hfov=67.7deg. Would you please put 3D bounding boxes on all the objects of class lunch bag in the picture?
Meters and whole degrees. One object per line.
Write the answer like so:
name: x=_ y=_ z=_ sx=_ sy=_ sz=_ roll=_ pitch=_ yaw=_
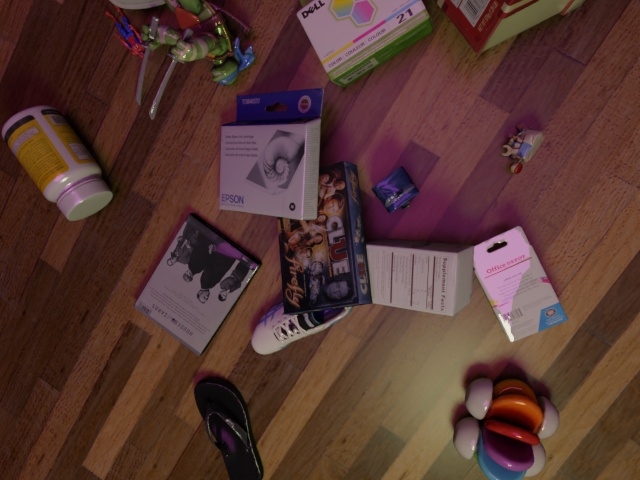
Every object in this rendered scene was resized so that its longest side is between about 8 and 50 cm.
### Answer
lunch bag: x=0.135 y=-0.085 z=0.842 sx=0.067 sy=0.098 sz=0.065 roll=-37 pitch=92 yaw=8

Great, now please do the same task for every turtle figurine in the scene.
turtle figurine: x=-0.269 y=-0.366 z=0.810 sx=0.274 sy=0.198 sz=0.267 roll=-17 pitch=121 yaw=6

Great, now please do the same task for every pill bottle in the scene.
pill bottle: x=-0.518 y=-0.151 z=0.952 sx=0.119 sy=0.119 sz=0.209 roll=-36 pitch=89 yaw=13

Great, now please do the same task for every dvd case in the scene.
dvd case: x=-0.254 y=0.092 z=0.977 sx=0.179 sy=0.029 sz=0.239 roll=36 pitch=103 yaw=5

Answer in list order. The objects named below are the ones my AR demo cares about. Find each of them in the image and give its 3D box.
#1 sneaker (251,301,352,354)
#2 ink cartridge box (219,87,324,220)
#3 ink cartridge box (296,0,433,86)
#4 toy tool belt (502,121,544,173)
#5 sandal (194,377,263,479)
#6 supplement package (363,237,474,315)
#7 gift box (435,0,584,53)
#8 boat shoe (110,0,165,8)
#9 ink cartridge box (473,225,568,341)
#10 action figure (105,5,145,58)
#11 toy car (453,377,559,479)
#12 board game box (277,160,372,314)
sneaker: x=-0.041 y=0.150 z=0.914 sx=0.237 sy=0.086 sz=0.085 roll=-32 pitch=92 yaw=14
ink cartridge box: x=-0.096 y=-0.157 z=0.859 sx=0.223 sy=0.045 sz=0.224 roll=8 pitch=98 yaw=38
ink cartridge box: x=0.047 y=-0.426 z=0.810 sx=0.188 sy=0.097 sz=0.255 roll=-28 pitch=91 yaw=19
toy tool belt: x=0.341 y=-0.160 z=0.824 sx=0.051 sy=0.052 sz=0.083 roll=39 pitch=101 yaw=36
sandal: x=-0.186 y=0.403 z=0.989 sx=0.097 sy=0.054 sz=0.255 roll=-24 pitch=92 yaw=13
supplement package: x=0.161 y=0.057 z=0.824 sx=0.179 sy=0.105 sz=0.105 roll=5 pitch=98 yaw=32
gift box: x=0.303 y=-0.434 z=0.662 sx=0.258 sy=0.255 sz=0.277 roll=-31 pitch=84 yaw=-13
boat shoe: x=-0.265 y=-0.528 z=0.873 sx=0.302 sy=0.091 sz=0.114 roll=-18 pitch=137 yaw=12
ink cartridge box: x=0.338 y=0.072 z=0.840 sx=0.104 sy=0.061 sz=0.182 roll=-26 pitch=92 yaw=14
action figure: x=-0.379 y=-0.406 z=0.940 sx=0.038 sy=0.030 sz=0.115 roll=-34 pitch=92 yaw=8
toy car: x=0.329 y=0.343 z=0.838 sx=0.159 sy=0.136 sz=0.182 roll=15 pitch=100 yaw=8
board game box: x=0.000 y=0.000 z=0.842 sx=0.165 sy=0.042 sz=0.244 roll=-15 pitch=75 yaw=35
